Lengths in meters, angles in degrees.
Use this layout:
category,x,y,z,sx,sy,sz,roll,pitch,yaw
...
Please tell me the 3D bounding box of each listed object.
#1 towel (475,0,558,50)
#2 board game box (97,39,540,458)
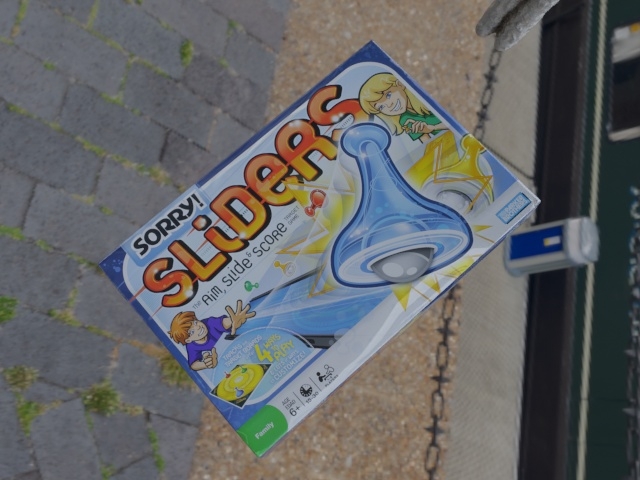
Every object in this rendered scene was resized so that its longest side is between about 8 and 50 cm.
category,x,y,z,sx,sy,sz,roll,pitch,yaw
towel,0.232,-0.273,0.610,0.049,0.282,0.187,37,81,-2
board game box,0.000,0.000,0.416,0.201,0.035,0.136,-42,77,-9
